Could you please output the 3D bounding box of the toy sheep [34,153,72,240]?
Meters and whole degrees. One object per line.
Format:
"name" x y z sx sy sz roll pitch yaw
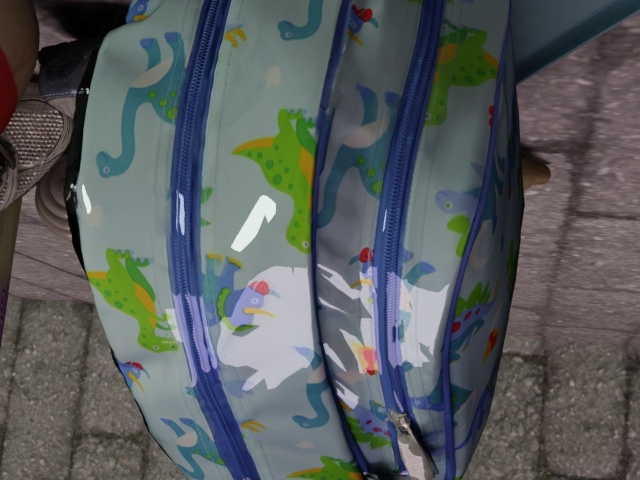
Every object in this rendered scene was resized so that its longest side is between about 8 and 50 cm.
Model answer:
"toy sheep" -0.221 -0.042 1.059 0.091 0.091 0.132 6 157 -4

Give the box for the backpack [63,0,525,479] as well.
"backpack" 0.000 0.000 0.617 0.273 0.290 0.355 -1 142 29

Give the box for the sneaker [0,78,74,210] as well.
"sneaker" -0.268 -0.028 0.825 0.088 0.225 0.093 54 172 -31

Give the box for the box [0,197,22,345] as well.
"box" -0.344 0.003 0.993 0.117 0.213 0.243 6 171 -5

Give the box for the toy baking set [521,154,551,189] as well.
"toy baking set" 0.085 -0.048 0.946 0.197 0.030 0.256 -4 180 42

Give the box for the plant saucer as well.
"plant saucer" 0.114 -0.118 0.610 0.067 0.018 0.192 8 169 -15

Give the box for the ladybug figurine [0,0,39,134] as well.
"ladybug figurine" -0.320 -0.084 0.622 0.305 0.162 0.449 11 169 -27

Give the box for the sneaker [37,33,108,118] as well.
"sneaker" -0.083 -0.055 0.775 0.110 0.122 0.283 -1 169 28
